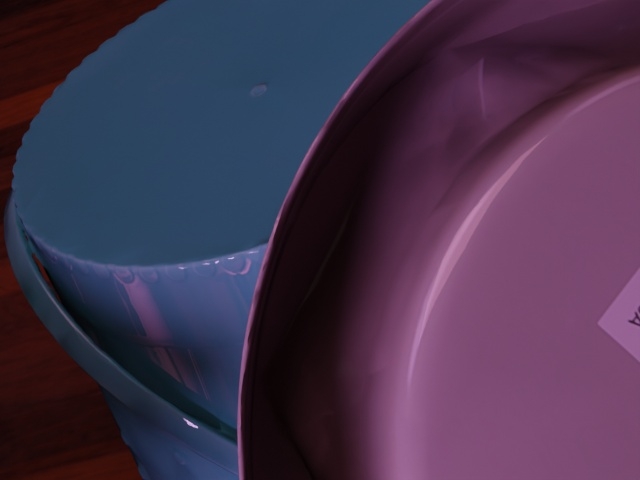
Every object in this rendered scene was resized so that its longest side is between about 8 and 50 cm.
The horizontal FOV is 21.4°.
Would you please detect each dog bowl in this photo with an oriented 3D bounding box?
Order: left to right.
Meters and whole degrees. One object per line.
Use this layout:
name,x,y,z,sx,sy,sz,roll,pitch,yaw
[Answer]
dog bowl,0.134,0.066,0.558,0.349,0.349,0.102,-38,4,-15

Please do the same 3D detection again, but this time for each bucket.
bucket,0.000,0.000,0.794,0.281,0.183,0.281,-16,35,12
